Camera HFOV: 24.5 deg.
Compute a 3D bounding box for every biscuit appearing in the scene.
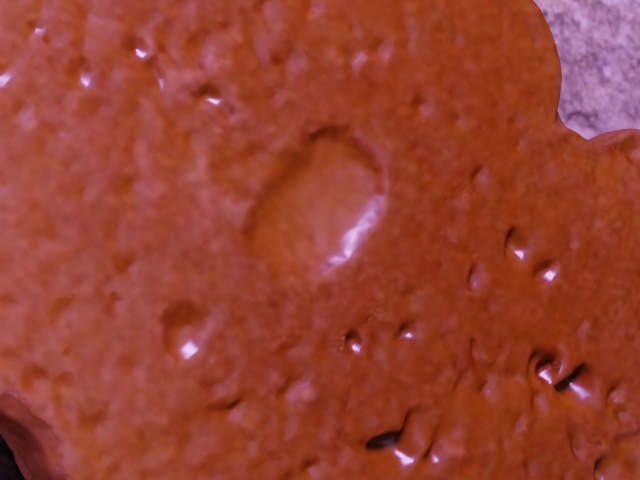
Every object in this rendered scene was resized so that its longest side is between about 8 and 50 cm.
[{"bbox_3d":[0.000,0.000,0.712,0.455,0.078,0.349,43,66,-21],"label":"biscuit"}]
